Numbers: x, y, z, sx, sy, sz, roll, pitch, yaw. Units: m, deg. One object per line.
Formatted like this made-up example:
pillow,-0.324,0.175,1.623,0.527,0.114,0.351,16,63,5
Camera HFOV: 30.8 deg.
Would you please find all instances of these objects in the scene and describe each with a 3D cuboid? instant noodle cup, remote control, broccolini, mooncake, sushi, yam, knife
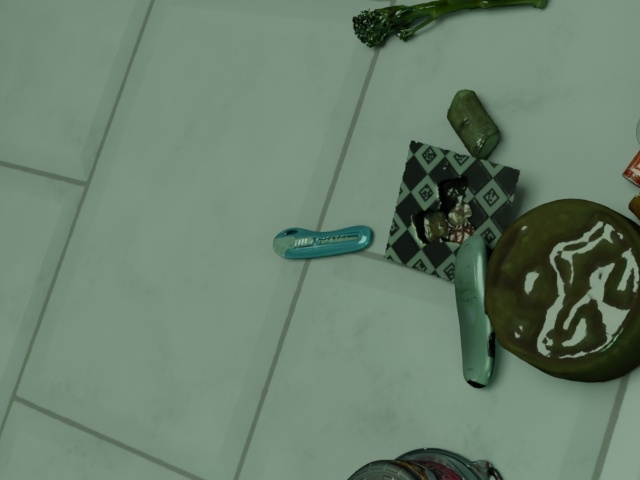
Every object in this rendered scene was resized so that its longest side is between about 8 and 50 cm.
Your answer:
instant noodle cup,0.134,0.452,1.851,0.302,0.181,0.258,-49,55,12
remote control,0.257,0.118,1.934,0.097,0.045,0.256,-16,75,63
broccolini,0.235,-0.413,2.156,0.392,0.074,0.079,1,34,34
mooncake,0.398,0.076,1.813,0.284,0.155,0.285,-11,68,30
sushi,0.237,-0.043,2.028,0.231,0.047,0.220,20,102,38
yam,0.266,-0.208,2.053,0.069,0.069,0.146,-39,58,18
knife,0.000,0.000,2.192,0.221,0.031,0.064,-5,68,33

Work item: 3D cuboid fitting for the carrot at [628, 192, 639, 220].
carrot,0.565,0.012,1.785,0.057,0.057,0.224,-43,58,16

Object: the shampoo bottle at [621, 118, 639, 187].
shampoo bottle,0.561,-0.183,1.848,0.108,0.051,0.221,39,98,35
